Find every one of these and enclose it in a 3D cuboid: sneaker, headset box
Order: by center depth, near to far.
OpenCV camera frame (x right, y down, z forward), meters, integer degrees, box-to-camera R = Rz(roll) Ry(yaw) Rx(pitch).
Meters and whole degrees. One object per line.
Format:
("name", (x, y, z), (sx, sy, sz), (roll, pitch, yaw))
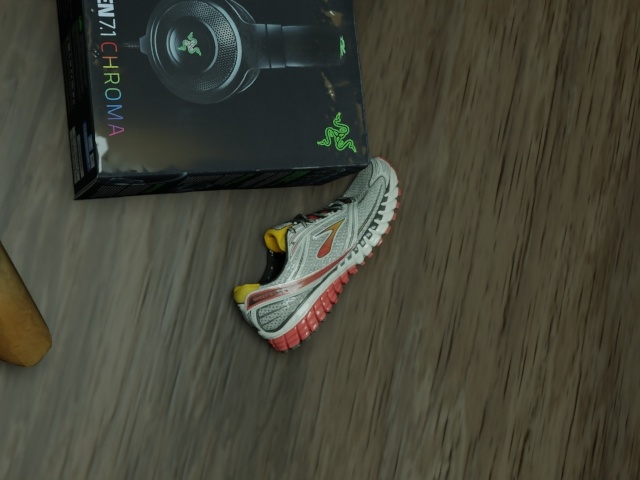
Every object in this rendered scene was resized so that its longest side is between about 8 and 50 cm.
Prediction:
("headset box", (-0.097, -0.174, 1.034), (0.283, 0.131, 0.246), (-3, 86, -23))
("sneaker", (0.000, 0.000, 1.076), (0.093, 0.088, 0.225), (40, 71, -12))

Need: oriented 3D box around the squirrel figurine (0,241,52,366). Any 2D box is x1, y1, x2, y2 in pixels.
("squirrel figurine", (-0.468, 0.002, 0.827), (0.370, 0.281, 0.397), (-29, 81, -12))
